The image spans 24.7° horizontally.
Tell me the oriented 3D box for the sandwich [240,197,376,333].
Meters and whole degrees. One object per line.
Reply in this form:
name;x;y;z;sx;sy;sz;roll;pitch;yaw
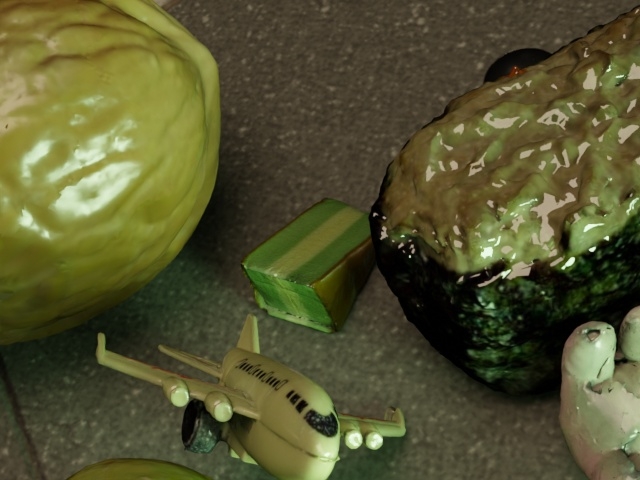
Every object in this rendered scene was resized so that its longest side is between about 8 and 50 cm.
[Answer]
sandwich;0.000;0.000;1.119;0.074;0.074;0.116;16;62;25

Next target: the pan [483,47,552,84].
pan;0.151;-0.109;1.179;0.068;0.023;0.115;33;68;32

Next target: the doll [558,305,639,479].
doll;0.252;0.100;0.961;0.192;0.095;0.149;-20;70;4

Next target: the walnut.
walnut;-0.232;-0.071;1.116;0.332;0.333;0.333;-8;54;12

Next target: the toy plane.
toy plane;-0.035;0.115;0.969;0.244;0.229;0.092;-134;61;-68

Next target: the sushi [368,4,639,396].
sushi;0.202;-0.048;1.031;0.350;0.171;0.211;-32;51;-7

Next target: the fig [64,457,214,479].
fig;-0.106;0.263;0.863;0.258;0.258;0.326;-15;40;6
